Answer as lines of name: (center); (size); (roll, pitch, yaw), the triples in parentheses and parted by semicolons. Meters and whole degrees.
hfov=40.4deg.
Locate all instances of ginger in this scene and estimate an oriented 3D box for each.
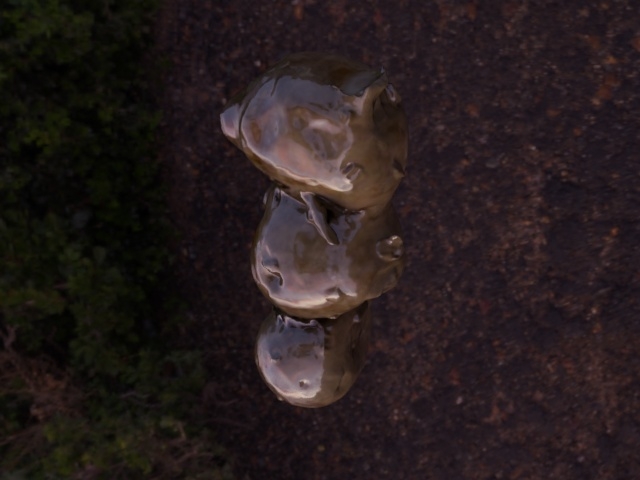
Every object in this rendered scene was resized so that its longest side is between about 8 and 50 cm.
ginger: (0.000, 0.000, 0.473); (0.104, 0.080, 0.204); (11, 118, 25)
